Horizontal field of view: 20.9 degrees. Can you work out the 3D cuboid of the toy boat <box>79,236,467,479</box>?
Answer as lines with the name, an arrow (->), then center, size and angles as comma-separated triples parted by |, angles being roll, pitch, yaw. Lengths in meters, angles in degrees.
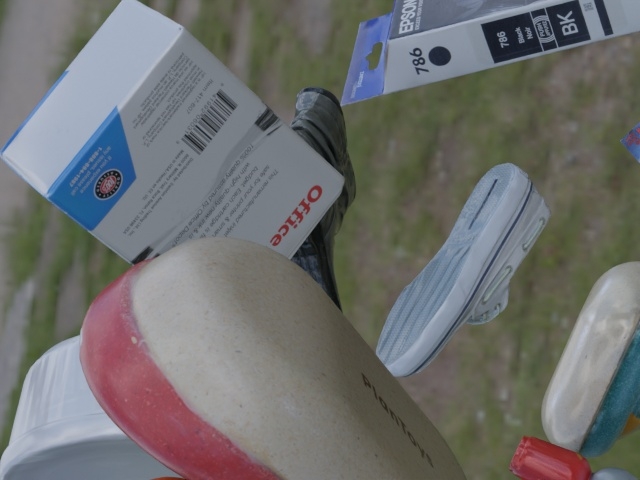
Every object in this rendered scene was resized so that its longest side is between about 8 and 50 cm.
toy boat -> -0.033, 0.112, 0.783 | 0.151, 0.231, 0.151 | -33, 28, 11

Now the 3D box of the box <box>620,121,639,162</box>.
box -> 0.522, -0.147, 2.229 | 0.159, 0.044, 0.233 | 50, 124, 10

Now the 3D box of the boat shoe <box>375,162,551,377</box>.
boat shoe -> 0.139, 0.039, 1.550 | 0.226, 0.076, 0.083 | -55, 24, -13

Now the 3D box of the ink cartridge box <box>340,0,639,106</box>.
ink cartridge box -> 0.171, -0.231, 1.659 | 0.165, 0.332, 0.065 | -79, -30, -52

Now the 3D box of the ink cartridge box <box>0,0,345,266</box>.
ink cartridge box -> -0.101, -0.050, 1.233 | 0.148, 0.203, 0.086 | -52, 43, -4

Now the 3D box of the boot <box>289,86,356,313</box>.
boot -> 0.000, 0.000, 1.541 | 0.161, 0.083, 0.247 | -56, -36, -53

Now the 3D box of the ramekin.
ramekin -> -0.177, 0.187, 1.704 | 0.273, 0.272, 0.127 | 127, 148, -55

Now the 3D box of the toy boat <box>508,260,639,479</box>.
toy boat -> 0.325, 0.191, 1.954 | 0.318, 0.148, 0.267 | -56, -14, -47
